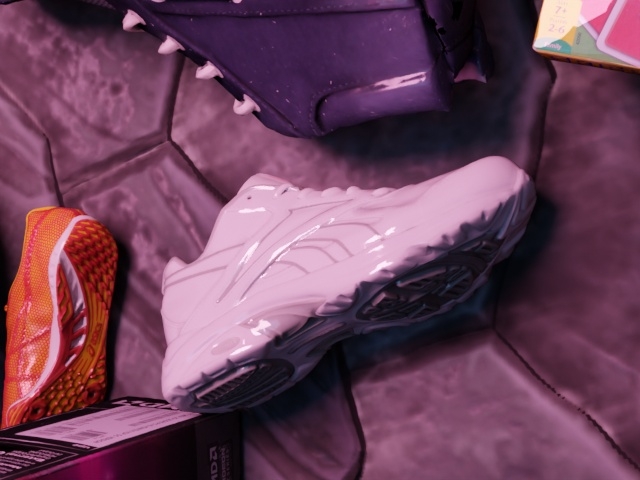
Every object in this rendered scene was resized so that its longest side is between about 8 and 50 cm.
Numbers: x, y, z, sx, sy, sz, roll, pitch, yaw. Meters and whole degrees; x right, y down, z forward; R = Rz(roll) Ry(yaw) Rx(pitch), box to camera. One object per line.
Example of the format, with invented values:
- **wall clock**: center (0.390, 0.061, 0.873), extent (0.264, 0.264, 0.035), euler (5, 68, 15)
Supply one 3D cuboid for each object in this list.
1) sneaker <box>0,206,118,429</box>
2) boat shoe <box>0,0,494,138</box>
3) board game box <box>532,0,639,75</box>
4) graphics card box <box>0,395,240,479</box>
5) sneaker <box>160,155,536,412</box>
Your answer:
- **sneaker**: center (-0.172, 0.065, 0.689), extent (0.067, 0.064, 0.175), euler (17, 94, 44)
- **boat shoe**: center (-0.064, -0.129, 0.595), extent (0.340, 0.127, 0.158), euler (-1, 113, 39)
- **board game box**: center (0.183, -0.198, 0.465), extent (0.124, 0.039, 0.260), euler (15, 96, 23)
- **graphics card box**: center (-0.165, 0.216, 0.512), extent (0.094, 0.371, 0.233), euler (0, 91, 25)
- **sneaker**: center (0.000, 0.000, 0.585), extent (0.232, 0.090, 0.115), euler (-27, 63, 15)
